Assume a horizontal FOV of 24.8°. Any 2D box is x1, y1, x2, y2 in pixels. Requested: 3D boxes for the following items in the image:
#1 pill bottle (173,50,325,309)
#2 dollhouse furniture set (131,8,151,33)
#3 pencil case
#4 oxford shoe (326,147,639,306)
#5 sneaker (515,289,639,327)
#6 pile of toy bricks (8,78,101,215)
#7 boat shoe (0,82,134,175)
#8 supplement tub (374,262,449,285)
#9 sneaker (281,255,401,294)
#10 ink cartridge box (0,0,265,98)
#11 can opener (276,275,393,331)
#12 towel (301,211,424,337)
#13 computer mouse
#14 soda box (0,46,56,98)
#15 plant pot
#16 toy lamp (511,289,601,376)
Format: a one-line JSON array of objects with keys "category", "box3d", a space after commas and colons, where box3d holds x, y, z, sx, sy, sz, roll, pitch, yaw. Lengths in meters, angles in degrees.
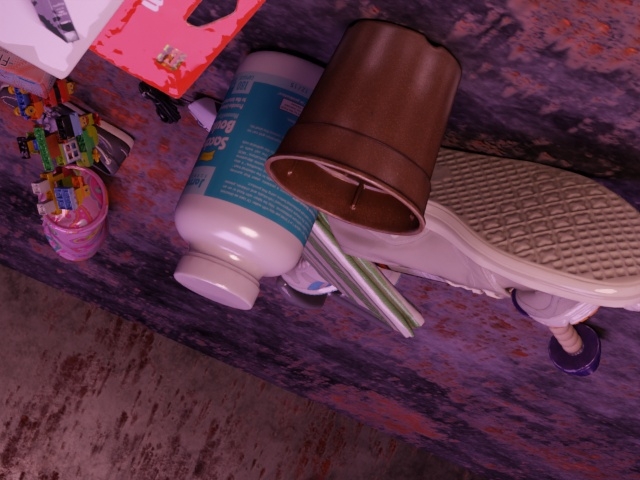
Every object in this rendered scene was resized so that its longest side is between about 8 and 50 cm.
[{"category": "pill bottle", "box3d": [-0.067, -0.062, 1.587, 0.146, 0.264, 0.146, 21, 165, 6]}, {"category": "dollhouse furniture set", "box3d": [-0.253, -0.277, 1.415, 0.182, 0.101, 0.161, 28, 165, -20]}, {"category": "pencil case", "box3d": [-0.418, -0.043, 2.473, 0.124, 0.124, 0.284, 24, 168, -5]}, {"category": "oxford shoe", "box3d": [0.179, -0.005, 1.589, 0.449, 0.169, 0.130, 18, 131, 40]}, {"category": "sneaker", "box3d": [0.303, 0.028, 1.739, 0.121, 0.099, 0.262, 35, 155, -18]}, {"category": "pile of toy bricks", "box3d": [-0.347, -0.144, 2.023, 0.118, 0.105, 0.212, 5, 114, 40]}, {"category": "boat shoe", "box3d": [-0.370, -0.160, 2.087, 0.206, 0.065, 0.075, 26, 165, -15]}, {"category": "supplement tub", "box3d": [0.128, -0.006, 1.821, 0.198, 0.106, 0.106, 13, 163, 38]}, {"category": "sneaker", "box3d": [0.016, 0.027, 2.173, 0.229, 0.087, 0.092, -1, 143, 46]}, {"category": "ink cartridge box", "box3d": [-0.168, -0.236, 1.288, 0.239, 0.060, 0.275, 29, 136, -20]}, {"category": "can opener", "box3d": [0.033, 0.091, 2.366, 0.280, 0.093, 0.074, 26, 167, -34]}, {"category": "towel", "box3d": [0.000, 0.000, 1.906, 0.248, 0.038, 0.325, 48, 174, -21]}, {"category": "computer mouse", "box3d": [-0.133, -0.148, 1.823, 0.193, 0.042, 0.106, 20, 164, 11]}, {"category": "soda box", "box3d": [-0.422, -0.246, 1.856, 0.183, 0.063, 0.058, 21, 165, 4]}, {"category": "plant pot", "box3d": [0.052, -0.114, 1.422, 0.167, 0.165, 0.167, 21, 166, 5]}, {"category": "toy lamp", "box3d": [0.336, 0.125, 2.038, 0.080, 0.080, 0.275, 14, 163, 31]}]
